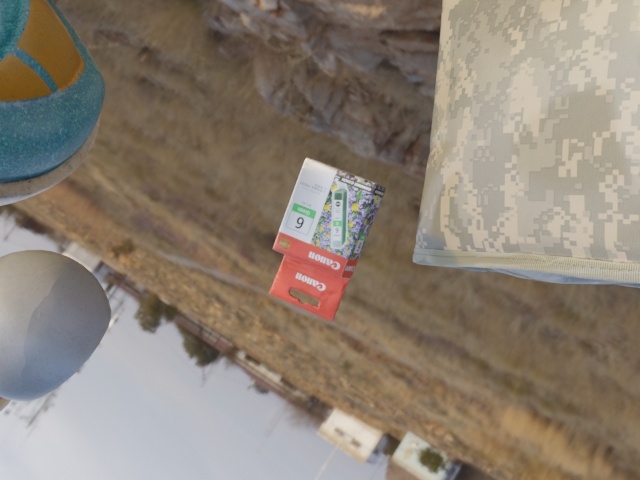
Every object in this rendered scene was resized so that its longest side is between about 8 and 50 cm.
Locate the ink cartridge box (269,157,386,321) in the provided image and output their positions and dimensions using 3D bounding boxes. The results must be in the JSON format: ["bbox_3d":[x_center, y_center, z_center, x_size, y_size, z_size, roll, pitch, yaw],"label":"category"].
[{"bbox_3d":[0.000,0.000,0.619,0.063,0.115,0.029,22,-175,19],"label":"ink cartridge box"}]

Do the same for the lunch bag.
[{"bbox_3d":[0.213,-0.083,0.538,0.169,0.235,0.287,7,179,-29],"label":"lunch bag"}]

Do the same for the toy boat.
[{"bbox_3d":[-0.197,-0.058,0.413,0.268,0.148,0.318,10,-124,-57],"label":"toy boat"}]
